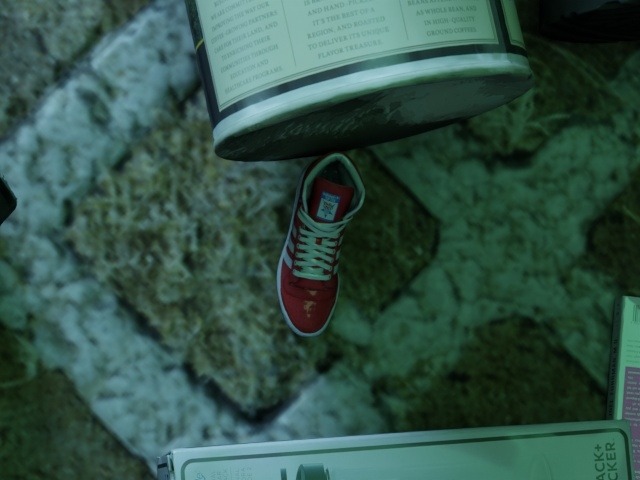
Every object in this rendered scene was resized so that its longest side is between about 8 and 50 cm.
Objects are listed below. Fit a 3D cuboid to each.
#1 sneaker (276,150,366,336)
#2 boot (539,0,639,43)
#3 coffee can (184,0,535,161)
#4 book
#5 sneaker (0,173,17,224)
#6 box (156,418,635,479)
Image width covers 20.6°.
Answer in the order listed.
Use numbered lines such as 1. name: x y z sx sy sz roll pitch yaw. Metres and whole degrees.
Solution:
1. sneaker: 0.000 0.000 1.113 0.042 0.067 0.118 7 80 -9
2. boot: 0.266 -0.276 1.090 0.131 0.348 0.260 7 80 -50
3. coffee can: 0.004 -0.205 1.076 0.201 0.201 0.275 -11 84 -12
4. book: 0.237 0.114 1.162 0.096 0.035 0.144 8 80 -7
5. sneaker: -0.260 0.080 0.998 0.257 0.169 0.447 -29 85 -12
6. box: 0.048 0.202 1.082 0.290 0.087 0.169 -4 82 -12
